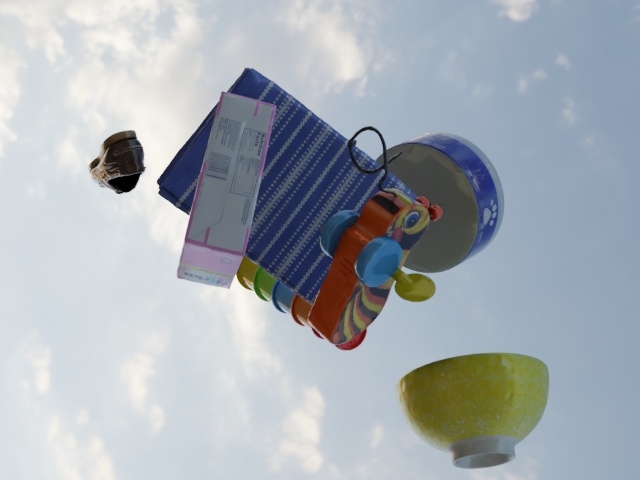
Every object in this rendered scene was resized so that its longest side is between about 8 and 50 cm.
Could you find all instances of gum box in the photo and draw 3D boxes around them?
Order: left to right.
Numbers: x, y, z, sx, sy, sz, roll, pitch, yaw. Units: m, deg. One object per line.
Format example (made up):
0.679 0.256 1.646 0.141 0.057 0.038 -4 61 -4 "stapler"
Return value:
-0.100 -0.056 0.902 0.107 0.062 0.188 122 -19 -65 "gum box"

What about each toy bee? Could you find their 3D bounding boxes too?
0.094 0.003 1.131 0.195 0.162 0.298 58 -45 25 "toy bee"

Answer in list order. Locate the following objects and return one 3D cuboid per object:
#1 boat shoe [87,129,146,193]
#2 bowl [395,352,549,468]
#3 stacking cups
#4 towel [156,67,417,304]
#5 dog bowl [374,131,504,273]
-0.319 -0.109 1.333 0.073 0.073 0.207 68 -21 2 "boat shoe"
0.289 0.330 1.559 0.289 0.289 0.156 -30 -128 38 "bowl"
-0.030 0.090 1.443 0.316 0.096 0.096 26 -72 52 "stacking cups"
-0.049 -0.074 1.286 0.243 0.336 0.040 -54 -171 -9 "towel"
0.215 -0.073 1.643 0.265 0.104 0.264 14 -65 34 "dog bowl"
